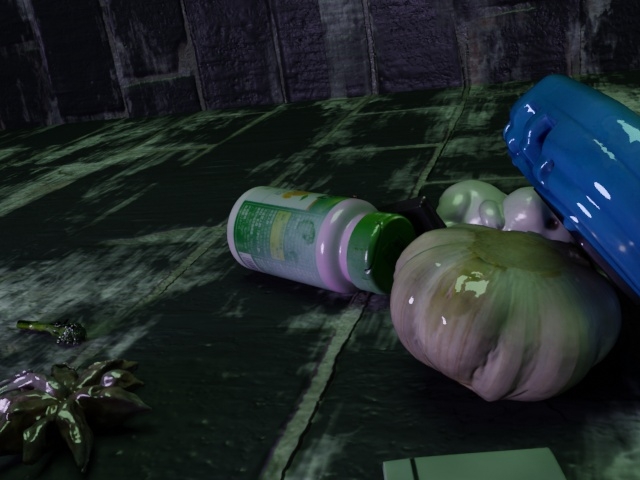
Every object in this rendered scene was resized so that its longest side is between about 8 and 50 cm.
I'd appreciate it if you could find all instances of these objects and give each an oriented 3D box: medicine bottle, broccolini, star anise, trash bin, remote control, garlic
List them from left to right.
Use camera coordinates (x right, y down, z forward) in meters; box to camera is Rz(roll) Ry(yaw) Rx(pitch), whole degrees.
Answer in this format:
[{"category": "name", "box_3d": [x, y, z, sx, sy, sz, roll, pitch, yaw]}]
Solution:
[{"category": "broccolini", "box_3d": [-0.378, 0.126, 0.972, 0.140, 0.030, 0.035, -1, 57, 33]}, {"category": "star anise", "box_3d": [-0.262, 0.171, 0.740, 0.182, 0.065, 0.195, 5, 20, 29]}, {"category": "medicine bottle", "box_3d": [0.000, 0.000, 0.992, 0.274, 0.133, 0.133, 13, 29, 42]}, {"category": "remote control", "box_3d": [0.095, -0.021, 1.009, 0.025, 0.063, 0.245, -36, 10, -24]}, {"category": "trash bin", "box_3d": [0.115, 0.204, 0.507, 0.130, 0.059, 0.116, -7, 21, 2]}, {"category": "garlic", "box_3d": [0.174, 0.070, 0.702, 0.228, 0.152, 0.228, 6, 18, -2]}]

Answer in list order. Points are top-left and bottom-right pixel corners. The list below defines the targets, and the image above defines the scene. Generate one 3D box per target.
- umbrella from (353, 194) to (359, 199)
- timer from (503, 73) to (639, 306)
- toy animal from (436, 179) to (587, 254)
[{"category": "umbrella", "box_3d": [0.031, -0.042, 1.240, 0.025, 0.027, 0.165, -26, 9, 38]}, {"category": "timer", "box_3d": [0.319, -0.020, 0.705, 0.115, 0.309, 0.340, -41, 15, 16]}, {"category": "toy animal", "box_3d": [0.264, -0.021, 0.951, 0.193, 0.127, 0.178, 0, 20, 30]}]
